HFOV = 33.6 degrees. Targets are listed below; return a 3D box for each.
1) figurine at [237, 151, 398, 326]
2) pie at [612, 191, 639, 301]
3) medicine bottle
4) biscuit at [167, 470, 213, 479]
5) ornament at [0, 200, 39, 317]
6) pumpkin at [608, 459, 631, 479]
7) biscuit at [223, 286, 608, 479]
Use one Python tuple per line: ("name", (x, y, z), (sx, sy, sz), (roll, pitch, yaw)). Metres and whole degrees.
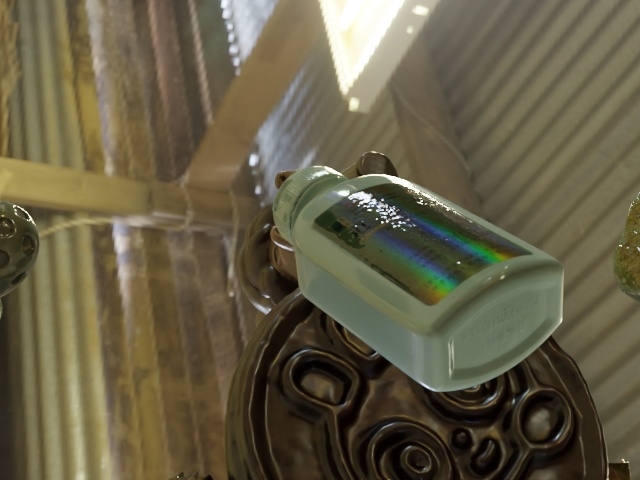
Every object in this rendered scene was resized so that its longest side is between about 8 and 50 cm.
("figurine", (0.000, -0.001, 1.609), (0.380, 0.203, 0.248), (126, -25, -57))
("pie", (0.536, -0.054, 1.357), (0.371, 0.078, 0.296), (-35, -148, 28))
("medicine bottle", (0.052, 0.013, 0.751), (0.229, 0.121, 0.083), (33, -41, 48))
("biscuit", (-0.173, 0.326, 0.987), (0.070, 0.252, 0.106), (-12, -70, 54))
("ornament", (-0.287, 0.024, 0.895), (0.081, 0.075, 0.156), (-48, -175, -39))
("pumpkin", (0.245, 0.357, 1.303), (0.303, 0.256, 0.225), (68, 18, -79))
("biscuit", (0.103, 0.193, 1.070), (0.091, 0.407, 0.407), (110, -25, -55))
